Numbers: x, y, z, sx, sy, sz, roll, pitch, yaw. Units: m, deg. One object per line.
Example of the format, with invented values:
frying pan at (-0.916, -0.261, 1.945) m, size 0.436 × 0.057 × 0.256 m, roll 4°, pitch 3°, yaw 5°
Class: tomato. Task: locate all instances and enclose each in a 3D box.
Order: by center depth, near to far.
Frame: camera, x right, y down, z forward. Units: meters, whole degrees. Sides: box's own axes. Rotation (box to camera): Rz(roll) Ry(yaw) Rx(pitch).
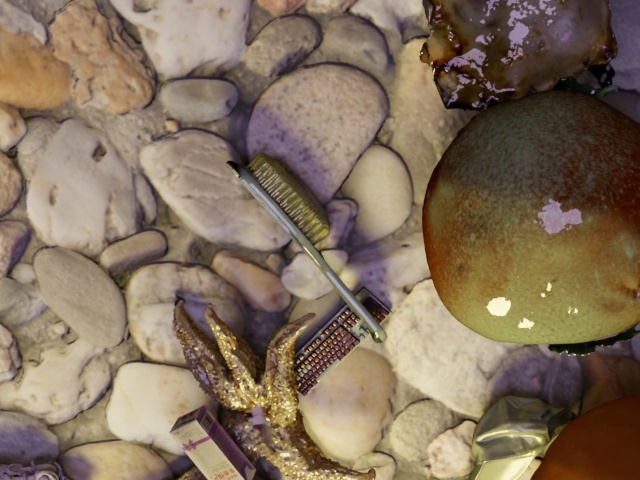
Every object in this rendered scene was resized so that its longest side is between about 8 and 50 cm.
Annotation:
tomato at (0.263, -0.011, 1.384) m, size 0.303 × 0.239 × 0.304 m, roll 3°, pitch 137°, yaw 3°

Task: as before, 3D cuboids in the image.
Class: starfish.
starfish at (-0.101, 0.191, 1.586) m, size 0.301 × 0.084 × 0.294 m, roll -3°, pitch 116°, yaw 23°

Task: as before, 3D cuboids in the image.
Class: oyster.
oyster at (0.210, -0.317, 1.389) m, size 0.221 × 0.096 × 0.361 m, roll -5°, pitch 109°, yaw 10°

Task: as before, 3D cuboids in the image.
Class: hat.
hat at (0.243, 0.265, 1.608) m, size 0.122 × 0.081 × 0.166 m, roll -1°, pitch 133°, yaw -37°

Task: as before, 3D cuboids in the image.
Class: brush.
brush at (0.000, 0.000, 1.526) m, size 0.060 × 0.068 × 0.297 m, roll -41°, pitch 100°, yaw -6°

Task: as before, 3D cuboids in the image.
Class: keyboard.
keyboard at (0.016, 0.131, 1.593) m, size 0.055 × 0.017 × 0.166 m, roll 42°, pitch 106°, yaw -10°

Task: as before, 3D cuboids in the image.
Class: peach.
peach at (0.401, 0.345, 1.496) m, size 0.301 × 0.342 × 0.343 m, roll 36°, pitch 114°, yaw 37°

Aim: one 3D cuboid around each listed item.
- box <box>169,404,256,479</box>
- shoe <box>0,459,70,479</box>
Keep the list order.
box at (-0.136, 0.267, 1.570) m, size 0.050 × 0.036 × 0.117 m, roll -26°, pitch 110°, yaw 27°
shoe at (-0.408, 0.340, 1.656) m, size 0.245 × 0.095 × 0.138 m, roll 35°, pitch 104°, yaw -12°
